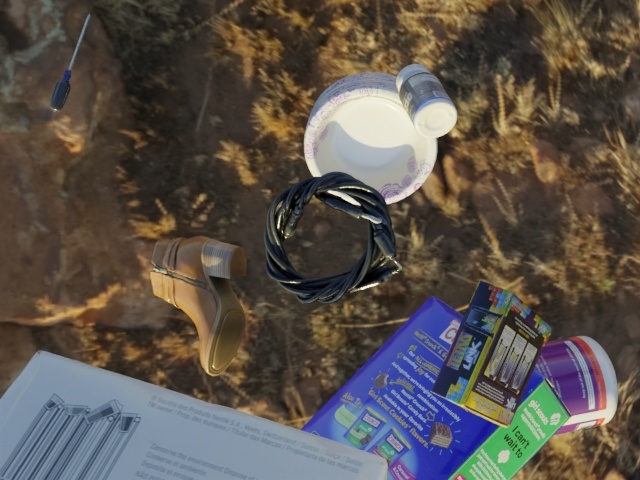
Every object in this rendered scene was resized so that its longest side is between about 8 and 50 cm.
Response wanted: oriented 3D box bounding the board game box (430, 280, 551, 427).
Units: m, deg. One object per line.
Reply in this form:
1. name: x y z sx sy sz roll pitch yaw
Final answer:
1. board game box: 0.207 0.139 1.089 0.048 0.170 0.141 22 83 34

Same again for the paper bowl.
1. paper bowl: 0.111 -0.228 1.991 0.284 0.148 0.284 3 121 4

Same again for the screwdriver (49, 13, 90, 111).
1. screwdriver: -0.407 -0.291 1.490 0.024 0.025 0.169 16 91 39

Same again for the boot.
1. boot: -0.274 0.131 1.934 0.220 0.109 0.283 6 95 31

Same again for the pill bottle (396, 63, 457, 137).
1. pill bottle: 0.182 -0.248 1.608 0.078 0.078 0.137 -39 40 17

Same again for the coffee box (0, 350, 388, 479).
1. coffee box: -0.156 0.358 0.789 0.338 0.334 0.338 15 49 17

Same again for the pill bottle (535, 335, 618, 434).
1. pill bottle: 0.400 0.299 1.795 0.323 0.181 0.181 -9 84 -10

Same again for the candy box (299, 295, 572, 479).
1. candy box: 0.163 0.277 1.380 0.317 0.122 0.268 -45 39 -6

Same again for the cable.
1. cable: 0.000 0.000 1.083 0.185 0.047 0.150 -17 108 33
